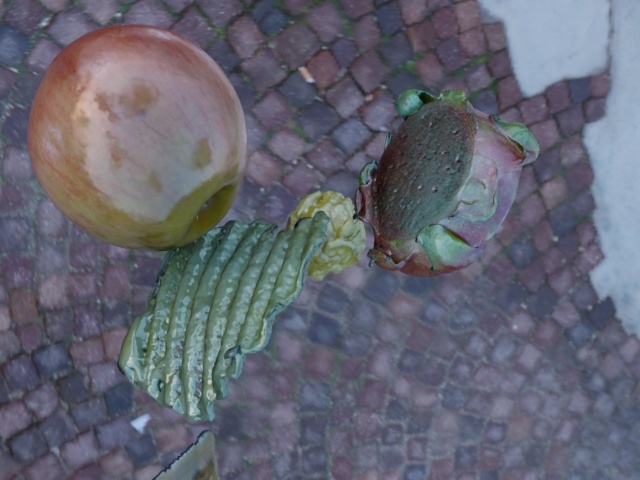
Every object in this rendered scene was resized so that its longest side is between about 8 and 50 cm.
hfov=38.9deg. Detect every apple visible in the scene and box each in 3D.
[{"bbox_3d":[-0.288,-0.156,1.494,0.364,0.364,0.364,-5,104,-21],"label":"apple"}]

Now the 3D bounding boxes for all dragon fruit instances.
[{"bbox_3d":[0.163,-0.077,1.248,0.130,0.268,0.295,24,55,-35],"label":"dragon fruit"}]

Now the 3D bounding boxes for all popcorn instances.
[{"bbox_3d":[0.017,-0.005,1.651,0.163,0.140,0.194,-15,150,-25],"label":"popcorn"}]

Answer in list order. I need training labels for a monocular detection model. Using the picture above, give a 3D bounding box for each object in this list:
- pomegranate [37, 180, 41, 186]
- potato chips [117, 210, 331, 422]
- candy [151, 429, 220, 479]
[{"bbox_3d":[-0.459,-0.135,1.730,0.163,0.125,0.138,13,74,-28],"label":"pomegranate"},{"bbox_3d":[-0.155,0.104,1.485,0.097,0.373,0.389,44,63,-33],"label":"potato chips"},{"bbox_3d":[-0.125,0.337,0.904,0.101,0.143,0.271,-2,101,20],"label":"candy"}]
